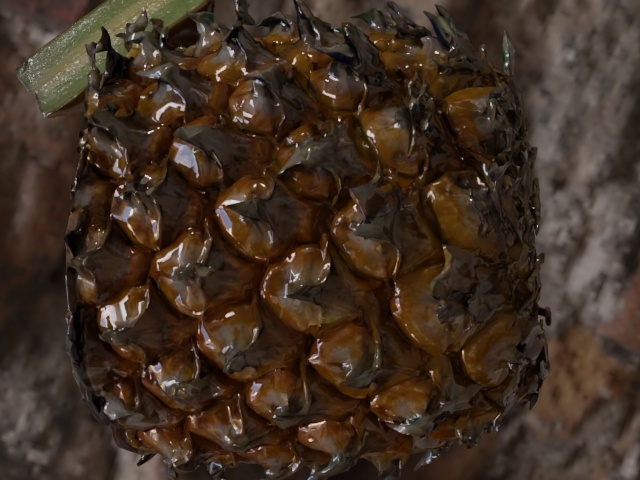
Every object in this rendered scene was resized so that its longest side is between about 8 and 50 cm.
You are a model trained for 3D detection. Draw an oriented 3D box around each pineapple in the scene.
[{"bbox_3d":[0.001,-0.001,1.074,0.352,0.300,0.352,-6,-90,-81],"label":"pineapple"}]

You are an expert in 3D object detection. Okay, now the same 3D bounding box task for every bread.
[{"bbox_3d":[-0.157,-0.155,1.201,0.074,0.139,0.084,57,152,38],"label":"bread"}]
